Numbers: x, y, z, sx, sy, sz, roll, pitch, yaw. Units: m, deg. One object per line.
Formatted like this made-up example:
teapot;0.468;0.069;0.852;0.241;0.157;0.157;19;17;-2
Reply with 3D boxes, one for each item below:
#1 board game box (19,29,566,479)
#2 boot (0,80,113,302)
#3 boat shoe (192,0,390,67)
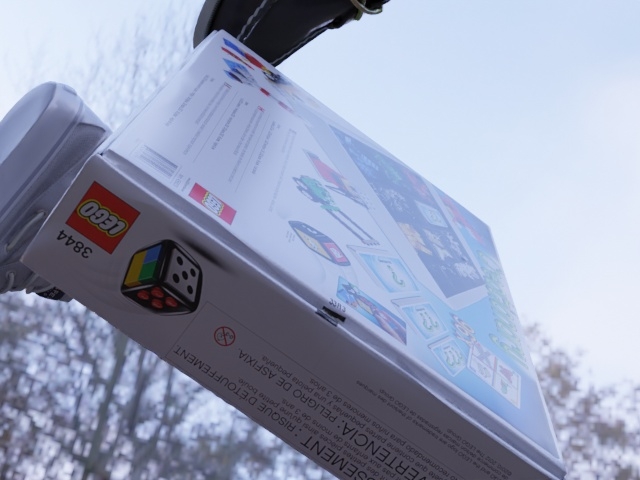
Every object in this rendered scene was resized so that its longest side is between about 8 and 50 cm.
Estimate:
board game box;0.000;0.000;0.551;0.193;0.305;0.053;36;-75;-8
boot;-0.230;0.016;0.915;0.123;0.258;0.095;46;-14;-31
boat shoe;0.023;-0.173;0.729;0.068;0.228;0.081;41;-7;23
